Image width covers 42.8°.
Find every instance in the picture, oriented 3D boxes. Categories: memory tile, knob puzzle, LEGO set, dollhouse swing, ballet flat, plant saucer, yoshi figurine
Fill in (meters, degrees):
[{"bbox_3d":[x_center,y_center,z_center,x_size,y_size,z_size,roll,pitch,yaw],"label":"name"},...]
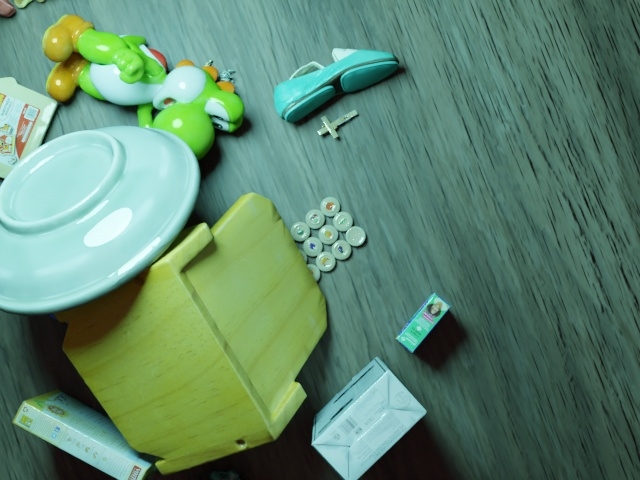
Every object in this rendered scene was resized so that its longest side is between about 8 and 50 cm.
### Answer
[{"bbox_3d":[0.000,0.000,1.521,0.148,0.012,0.113,-39,86,-2],"label":"memory tile"},{"bbox_3d":[-0.614,-0.216,1.543,0.213,0.030,0.213,0,87,1],"label":"knob puzzle"},{"bbox_3d":[-0.190,-0.307,1.542,0.083,0.023,0.054,25,87,3],"label":"LEGO set"},{"bbox_3d":[-0.196,0.136,1.390,0.315,0.305,0.347,-22,111,18],"label":"dollhouse swing"},{"bbox_3d":[0.022,-0.308,1.512,0.247,0.083,0.087,-26,72,-2],"label":"ballet flat"},{"bbox_3d":[-0.390,-0.067,1.282,0.400,0.101,0.401,-13,45,13],"label":"plant saucer"},{"bbox_3d":[-0.323,-0.253,1.470,0.362,0.203,0.203,20,102,0],"label":"yoshi figurine"}]

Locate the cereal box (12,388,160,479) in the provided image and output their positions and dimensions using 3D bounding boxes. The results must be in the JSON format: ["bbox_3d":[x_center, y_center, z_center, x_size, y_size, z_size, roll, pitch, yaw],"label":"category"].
[{"bbox_3d":[-0.393,0.343,1.426,0.240,0.173,0.047,28,87,4],"label":"cereal box"}]

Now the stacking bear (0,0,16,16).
[{"bbox_3d":[-0.731,-0.371,1.501,0.164,0.175,0.289,38,95,2],"label":"stacking bear"}]

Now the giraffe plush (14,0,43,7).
[{"bbox_3d":[-0.565,-0.530,1.518,0.210,0.181,0.171,-23,97,-34],"label":"giraffe plush"}]

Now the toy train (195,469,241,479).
[{"bbox_3d":[-0.101,0.510,1.387,0.333,0.190,0.142,26,87,-3],"label":"toy train"}]

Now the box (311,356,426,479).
[{"bbox_3d":[0.074,0.289,1.360,0.169,0.290,0.087,-43,87,-4],"label":"box"}]

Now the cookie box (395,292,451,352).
[{"bbox_3d":[0.182,0.148,1.466,0.040,0.092,0.107,39,87,6],"label":"cookie box"}]

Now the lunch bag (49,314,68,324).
[{"bbox_3d":[-0.406,-0.014,1.455,0.243,0.115,0.303,-26,70,2],"label":"lunch bag"}]

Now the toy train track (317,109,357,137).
[{"bbox_3d":[0.032,-0.220,1.536,0.083,0.014,0.048,-31,79,-7],"label":"toy train track"}]
